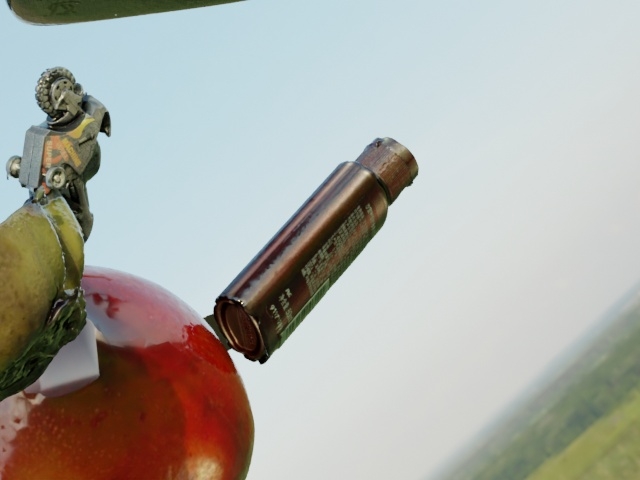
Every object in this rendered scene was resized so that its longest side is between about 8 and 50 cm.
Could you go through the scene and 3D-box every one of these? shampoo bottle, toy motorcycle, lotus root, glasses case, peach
[{"bbox_3d":[0.000,0.000,1.712,0.323,0.084,0.129,-49,-31,-28],"label":"shampoo bottle"},{"bbox_3d":[-0.426,-0.137,2.362,0.173,0.108,0.307,-6,-72,-55],"label":"toy motorcycle"},{"bbox_3d":[-0.231,0.061,1.080,0.203,0.078,0.183,-61,-5,36],"label":"lotus root"},{"bbox_3d":[-0.182,-0.300,1.534,0.323,0.074,0.131,-8,-14,-5],"label":"glasses case"},{"bbox_3d":[-0.270,0.201,1.642,0.388,0.388,0.388,-41,-10,-9],"label":"peach"}]

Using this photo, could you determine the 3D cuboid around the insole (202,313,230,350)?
[{"bbox_3d":[-0.122,0.130,2.046,0.188,0.064,0.004,-10,14,-26],"label":"insole"}]
